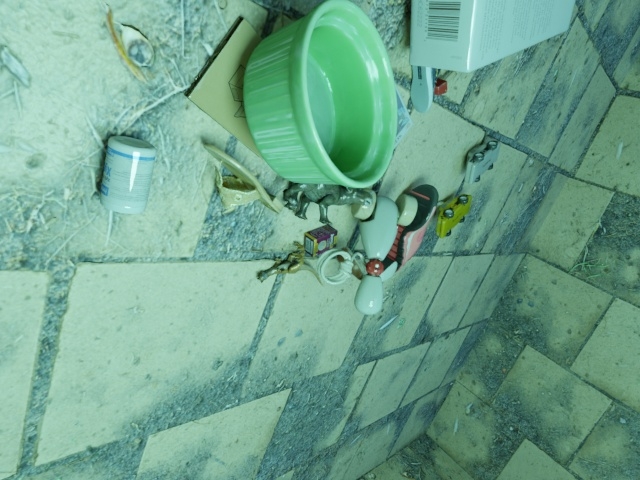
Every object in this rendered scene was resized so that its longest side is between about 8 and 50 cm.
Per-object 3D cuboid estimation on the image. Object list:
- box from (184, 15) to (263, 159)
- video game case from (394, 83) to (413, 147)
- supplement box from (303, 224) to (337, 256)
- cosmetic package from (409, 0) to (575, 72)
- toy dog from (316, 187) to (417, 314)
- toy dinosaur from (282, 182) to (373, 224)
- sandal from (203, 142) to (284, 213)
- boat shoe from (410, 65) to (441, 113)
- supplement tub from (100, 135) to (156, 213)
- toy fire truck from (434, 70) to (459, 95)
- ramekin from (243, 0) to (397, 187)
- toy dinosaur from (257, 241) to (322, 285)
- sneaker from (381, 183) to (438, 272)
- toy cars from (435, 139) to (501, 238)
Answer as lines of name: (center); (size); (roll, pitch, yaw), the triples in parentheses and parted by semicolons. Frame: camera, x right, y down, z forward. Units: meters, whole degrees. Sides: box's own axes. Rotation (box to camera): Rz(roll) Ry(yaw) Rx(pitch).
box: (-0.125, -0.269, 0.743); (0.164, 0.021, 0.201); (-55, 142, 0)
video game case: (0.146, -0.287, 1.014); (0.183, 0.023, 0.201); (-53, 142, -3)
supplement box: (0.000, 0.000, 1.057); (0.083, 0.043, 0.055); (-24, 132, -35)
cosmetic package: (0.405, -0.556, 0.907); (0.453, 0.161, 0.230); (-30, 132, -29)
toy dog: (0.130, 0.014, 1.080); (0.333, 0.220, 0.161); (-58, -172, -11)
toy dinosaur: (-0.016, -0.136, 0.908); (0.313, 0.121, 0.160); (30, 77, -41)
sandal: (-0.156, -0.089, 0.789); (0.079, 0.088, 0.240); (-58, 148, -5)
boat shoe: (0.277, -0.419, 1.019); (0.083, 0.065, 0.183); (-36, 137, -22)
supplement tub: (-0.303, -0.104, 0.637); (0.071, 0.071, 0.107); (-1, 117, -46)
toy fire truck: (0.354, -0.483, 1.069); (0.192, 0.047, 0.135); (-37, 139, -23)
ramekin: (0.006, -0.242, 0.721); (0.303, 0.148, 0.303); (-3, 93, -54)
toy dinosaur: (-0.066, 0.065, 1.036); (0.211, 0.064, 0.112); (0, 135, -37)
sneaker: (0.285, -0.043, 1.297); (0.136, 0.116, 0.314); (-15, 135, -53)
toy cars: (0.497, -0.189, 1.414); (0.176, 0.087, 0.393); (20, 99, -56)
